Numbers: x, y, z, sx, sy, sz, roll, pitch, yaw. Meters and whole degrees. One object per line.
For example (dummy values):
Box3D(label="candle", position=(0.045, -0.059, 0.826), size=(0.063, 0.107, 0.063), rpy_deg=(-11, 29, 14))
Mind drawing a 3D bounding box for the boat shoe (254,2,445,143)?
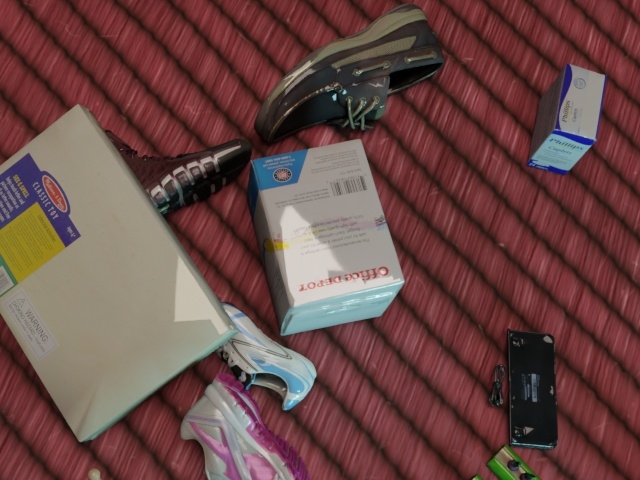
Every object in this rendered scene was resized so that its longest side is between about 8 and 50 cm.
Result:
Box3D(label="boat shoe", position=(0.058, -0.251, 1.701), size=(0.355, 0.132, 0.130), rpy_deg=(-35, 78, -17))

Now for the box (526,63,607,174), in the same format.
Box3D(label="box", position=(0.399, -0.194, 1.723), size=(0.072, 0.137, 0.126), rpy_deg=(16, 69, -3))

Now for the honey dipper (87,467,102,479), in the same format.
Box3D(label="honey dipper", position=(-0.276, 0.384, 1.476), size=(0.030, 0.030, 0.161), rpy_deg=(-36, 76, -18))

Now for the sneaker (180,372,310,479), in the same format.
Box3D(label="sneaker", position=(-0.102, 0.314, 1.494), size=(0.111, 0.103, 0.252), rpy_deg=(-38, 87, 6))

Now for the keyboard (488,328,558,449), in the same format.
Box3D(label="keyboard", position=(0.307, 0.225, 1.619), size=(0.108, 0.023, 0.180), rpy_deg=(7, 68, -12))

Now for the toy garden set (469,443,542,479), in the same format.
Box3D(label="toy garden set", position=(0.263, 0.441, 1.507), size=(0.244, 0.049, 0.204), rpy_deg=(-40, 81, -24))

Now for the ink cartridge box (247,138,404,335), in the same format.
Box3D(label="ink cartridge box", position=(0.000, 0.000, 1.579), size=(0.171, 0.168, 0.233), rpy_deg=(-11, 72, -11))

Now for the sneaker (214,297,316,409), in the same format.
Box3D(label="sneaker", position=(-0.119, 0.159, 1.548), size=(0.237, 0.085, 0.086), rpy_deg=(32, 59, 5))

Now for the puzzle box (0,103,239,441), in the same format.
Box3D(label="puzzle box", position=(-0.335, 0.043, 1.523), size=(0.272, 0.052, 0.409), rpy_deg=(-36, 78, 8))

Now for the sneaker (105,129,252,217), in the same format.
Box3D(label="sneaker", position=(-0.257, -0.123, 1.626), size=(0.281, 0.106, 0.162), rpy_deg=(-30, 74, -16))
